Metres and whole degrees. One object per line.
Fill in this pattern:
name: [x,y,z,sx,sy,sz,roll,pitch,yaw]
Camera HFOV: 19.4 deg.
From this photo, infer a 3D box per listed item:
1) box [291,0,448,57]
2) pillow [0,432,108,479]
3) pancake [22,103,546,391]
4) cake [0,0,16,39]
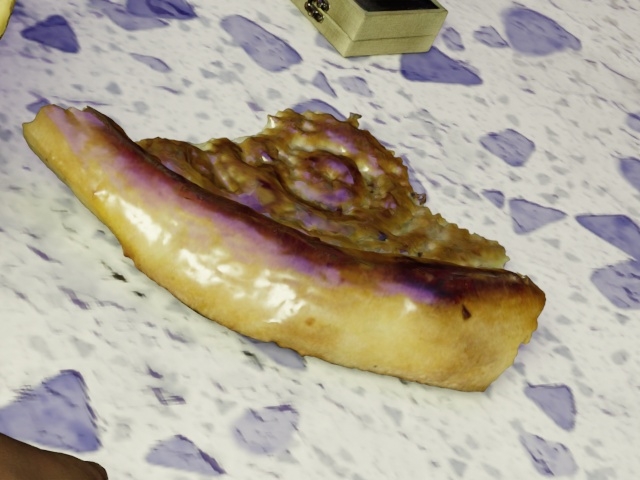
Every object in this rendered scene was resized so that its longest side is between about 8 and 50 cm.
box: [0.025,-0.155,1.201,0.083,0.035,0.079,-9,47,-43]
pillow: [-0.195,0.132,0.587,0.307,0.108,0.305,18,29,-19]
pancake: [0.000,0.000,0.949,0.257,0.056,0.212,-10,48,-43]
cake: [-0.283,-0.132,0.781,0.286,0.227,0.222,16,30,-21]
